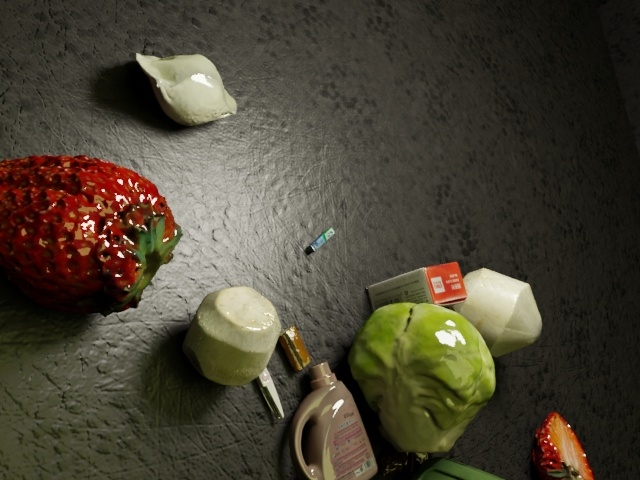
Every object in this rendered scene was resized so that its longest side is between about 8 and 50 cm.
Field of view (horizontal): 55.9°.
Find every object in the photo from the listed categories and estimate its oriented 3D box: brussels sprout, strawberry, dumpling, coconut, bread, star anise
[{"bbox_3d":[0.213,0.271,1.228,0.317,0.273,0.242,65,4,12],"label":"brussels sprout"},{"bbox_3d":[-0.369,-0.024,0.889,0.288,0.250,0.239,28,58,2],"label":"strawberry"},{"bbox_3d":[0.619,0.567,1.596,0.190,0.111,0.236,43,26,-6],"label":"strawberry"},{"bbox_3d":[-0.265,-0.309,1.183,0.215,0.126,0.166,-16,56,-35],"label":"dumpling"},{"bbox_3d":[0.439,0.184,1.499,0.221,0.202,0.202,23,43,22],"label":"coconut"},{"bbox_3d":[-0.154,0.170,1.046,0.160,0.162,0.161,21,33,-15],"label":"coconut"},{"bbox_3d":[-0.050,0.214,1.195,0.047,0.036,0.083,-28,94,-47],"label":"bread"},{"bbox_3d":[0.200,0.465,1.294,0.212,0.053,0.157,-23,84,-45],"label":"star anise"}]

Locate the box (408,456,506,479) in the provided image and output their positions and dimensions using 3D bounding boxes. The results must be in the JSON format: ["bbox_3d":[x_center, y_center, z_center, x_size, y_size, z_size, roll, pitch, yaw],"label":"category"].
[{"bbox_3d":[0.236,0.595,1.115,0.329,0.252,0.178,-45,113,-27],"label":"box"}]

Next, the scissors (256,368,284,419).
[{"bbox_3d":[-0.110,0.253,1.135,0.085,0.022,0.176,-20,83,-43],"label":"scissors"}]

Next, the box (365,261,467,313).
[{"bbox_3d":[0.218,0.123,1.369,0.133,0.182,0.099,-2,73,-45],"label":"box"}]

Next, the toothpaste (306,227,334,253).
[{"bbox_3d":[0.000,0.000,1.337,0.017,0.020,0.083,52,47,-6],"label":"toothpaste"}]

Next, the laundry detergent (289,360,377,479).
[{"bbox_3d":[0.006,0.363,1.153,0.171,0.076,0.237,-15,82,-43],"label":"laundry detergent"}]
